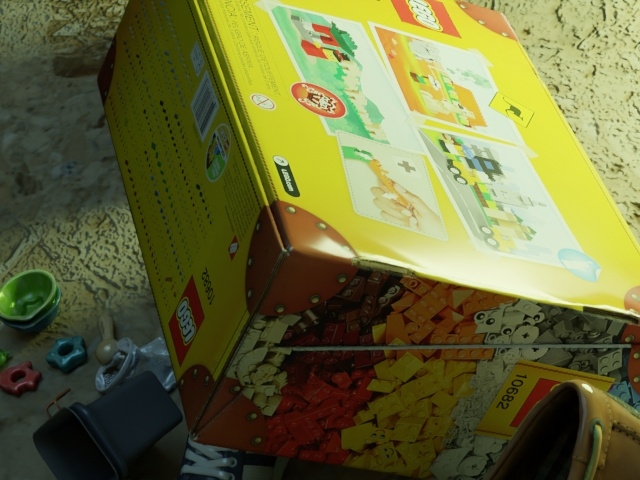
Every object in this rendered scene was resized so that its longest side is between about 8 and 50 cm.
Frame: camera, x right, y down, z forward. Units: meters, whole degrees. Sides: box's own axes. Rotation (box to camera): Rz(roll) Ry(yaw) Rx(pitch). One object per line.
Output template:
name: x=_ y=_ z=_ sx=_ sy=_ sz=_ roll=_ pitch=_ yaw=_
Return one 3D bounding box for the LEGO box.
LEGO box: x=0.042 y=-0.037 z=1.585 sx=0.372 sy=0.193 sz=0.500 roll=13 pitch=33 yaw=-25

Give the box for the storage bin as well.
storage bin: x=-0.189 y=0.167 z=1.643 sx=0.091 sy=0.098 sz=0.135 roll=-34 pitch=-3 yaw=-31

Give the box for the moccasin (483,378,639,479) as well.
moccasin: x=0.113 y=0.274 z=1.326 sx=0.380 sy=0.147 sz=0.139 roll=-54 pitch=37 yaw=4

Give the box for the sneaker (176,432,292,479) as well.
sneaker: x=-0.079 y=0.157 z=1.592 sx=0.099 sy=0.153 sz=0.282 roll=6 pitch=47 yaw=27

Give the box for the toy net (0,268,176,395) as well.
toy net: x=-0.242 y=0.107 z=1.793 sx=0.232 sy=0.045 sz=0.122 roll=18 pitch=53 yaw=35
